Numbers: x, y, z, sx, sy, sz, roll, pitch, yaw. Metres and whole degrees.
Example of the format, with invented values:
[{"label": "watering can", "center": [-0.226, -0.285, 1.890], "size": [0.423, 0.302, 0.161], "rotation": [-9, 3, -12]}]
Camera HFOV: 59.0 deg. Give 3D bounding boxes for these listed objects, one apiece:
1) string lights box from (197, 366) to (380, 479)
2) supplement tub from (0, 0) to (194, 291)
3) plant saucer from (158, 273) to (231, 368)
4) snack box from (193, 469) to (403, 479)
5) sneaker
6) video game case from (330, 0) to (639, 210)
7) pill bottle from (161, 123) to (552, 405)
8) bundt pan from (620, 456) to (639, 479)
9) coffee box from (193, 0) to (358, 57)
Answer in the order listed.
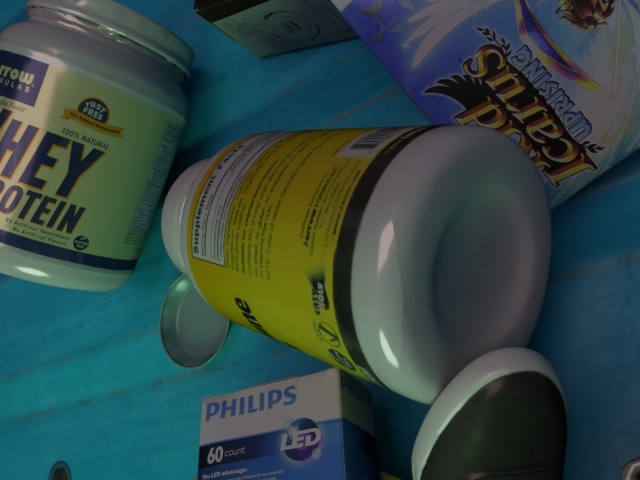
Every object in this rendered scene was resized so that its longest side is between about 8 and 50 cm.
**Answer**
[{"label": "string lights box", "center": [-0.022, 0.239, 0.419], "size": [0.134, 0.077, 0.259], "rotation": [-18, 53, 20]}, {"label": "supplement tub", "center": [-0.307, -0.121, 0.713], "size": [0.236, 0.235, 0.324], "rotation": [20, 91, 36]}, {"label": "plant saucer", "center": [-0.147, 0.094, 0.683], "size": [0.119, 0.021, 0.119], "rotation": [-9, 74, 33]}, {"label": "snack box", "center": [-0.032, 0.270, 0.505], "size": [0.207, 0.070, 0.174], "rotation": [6, 64, 34]}, {"label": "sneaker", "center": [0.117, 0.215, 0.337], "size": [0.147, 0.105, 0.295], "rotation": [-110, 21, -64]}, {"label": "video game case", "center": [0.170, -0.184, 0.431], "size": [0.244, 0.061, 0.269], "rotation": [-40, 91, 22]}, {"label": "pill bottle", "center": [0.000, 0.000, 0.486], "size": [0.334, 0.188, 0.187], "rotation": [11, 85, 50]}, {"label": "bundt pan", "center": [0.318, 0.209, 0.272], "size": [0.331, 0.124, 0.330], "rotation": [-8, 75, 33]}, {"label": "coffee box", "center": [0.020, -0.319, 0.607], "size": [0.297, 0.119, 0.168], "rotation": [1, 79, 34]}]
